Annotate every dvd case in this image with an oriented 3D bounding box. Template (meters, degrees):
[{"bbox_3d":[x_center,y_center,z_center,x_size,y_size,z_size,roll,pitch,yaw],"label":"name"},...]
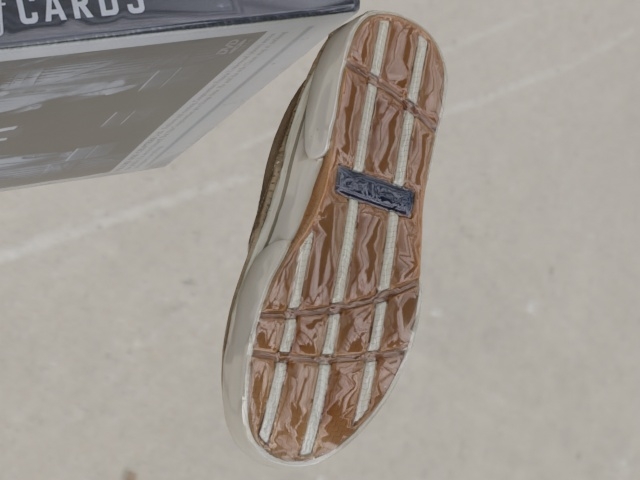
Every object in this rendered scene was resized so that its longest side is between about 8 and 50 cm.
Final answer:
[{"bbox_3d":[-0.130,-0.043,0.510,0.239,0.179,0.029,-11,82,-27],"label":"dvd case"}]

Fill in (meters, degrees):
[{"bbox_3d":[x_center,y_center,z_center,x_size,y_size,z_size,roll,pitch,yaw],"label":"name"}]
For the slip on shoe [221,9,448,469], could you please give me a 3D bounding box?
[{"bbox_3d":[0.000,0.000,0.449,0.051,0.041,0.135,21,69,-25],"label":"slip on shoe"}]
